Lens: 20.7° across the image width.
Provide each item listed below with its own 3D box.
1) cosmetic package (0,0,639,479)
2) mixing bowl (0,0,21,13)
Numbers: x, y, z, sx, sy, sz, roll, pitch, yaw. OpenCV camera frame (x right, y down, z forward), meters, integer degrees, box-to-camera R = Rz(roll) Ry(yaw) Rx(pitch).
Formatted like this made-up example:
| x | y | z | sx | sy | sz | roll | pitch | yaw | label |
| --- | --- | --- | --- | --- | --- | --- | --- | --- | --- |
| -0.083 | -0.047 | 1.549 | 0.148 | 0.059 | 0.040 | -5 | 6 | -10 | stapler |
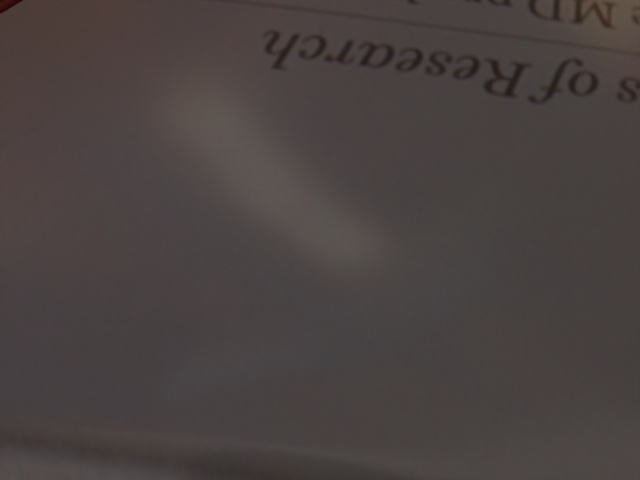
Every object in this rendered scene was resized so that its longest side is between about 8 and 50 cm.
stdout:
| x | y | z | sx | sy | sz | roll | pitch | yaw | label |
| --- | --- | --- | --- | --- | --- | --- | --- | --- | --- |
| 0.000 | 0.000 | 0.602 | 0.329 | 0.327 | 0.394 | 96 | -178 | -53 | cosmetic package |
| -0.115 | -0.113 | 0.295 | 0.098 | 0.181 | 0.181 | -52 | -28 | -70 | mixing bowl |
